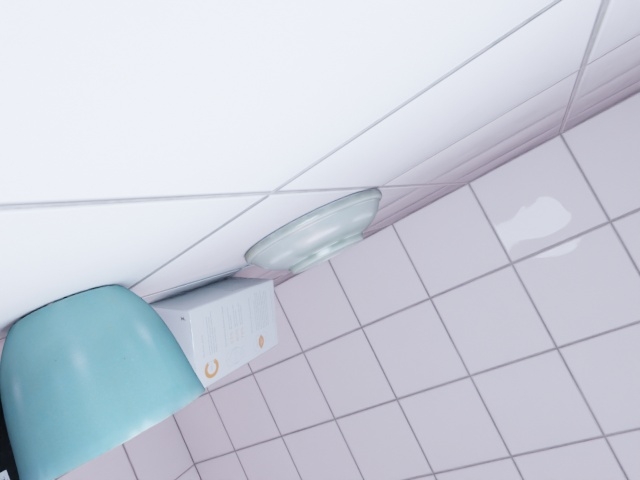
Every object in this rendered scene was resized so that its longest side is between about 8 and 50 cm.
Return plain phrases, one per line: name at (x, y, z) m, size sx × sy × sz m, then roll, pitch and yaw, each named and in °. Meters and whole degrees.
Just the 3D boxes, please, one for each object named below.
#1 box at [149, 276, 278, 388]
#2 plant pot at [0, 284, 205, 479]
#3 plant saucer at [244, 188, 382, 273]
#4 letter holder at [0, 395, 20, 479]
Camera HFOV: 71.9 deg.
box at (-0.292, 0.246, 1.256) m, size 0.168 × 0.215 × 0.345 m, roll 1°, pitch -171°, yaw 31°
plant pot at (-0.380, 0.218, 0.744) m, size 0.292 × 0.235 × 0.293 m, roll -27°, pitch 174°, yaw -3°
plant saucer at (0.000, 0.000, 1.172) m, size 0.400 × 0.101 × 0.400 m, roll -27°, pitch 174°, yaw -3°
letter holder at (-0.695, 0.467, 0.830) m, size 0.214 × 0.302 × 0.152 m, roll -25°, pitch 175°, yaw 8°
